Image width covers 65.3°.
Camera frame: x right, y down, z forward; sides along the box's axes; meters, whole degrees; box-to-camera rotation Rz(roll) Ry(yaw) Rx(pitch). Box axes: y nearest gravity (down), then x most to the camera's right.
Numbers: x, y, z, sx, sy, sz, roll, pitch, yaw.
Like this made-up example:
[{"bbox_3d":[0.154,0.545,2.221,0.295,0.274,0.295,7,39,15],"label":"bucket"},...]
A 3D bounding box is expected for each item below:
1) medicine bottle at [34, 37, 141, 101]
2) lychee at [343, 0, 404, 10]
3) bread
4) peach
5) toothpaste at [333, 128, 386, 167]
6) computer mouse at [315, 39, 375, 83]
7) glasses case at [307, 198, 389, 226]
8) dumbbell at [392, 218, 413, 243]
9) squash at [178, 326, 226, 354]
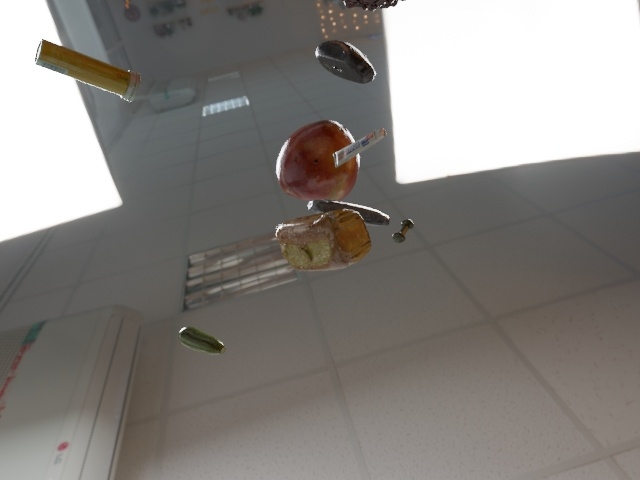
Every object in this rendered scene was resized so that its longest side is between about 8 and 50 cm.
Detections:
[{"bbox_3d":[-0.539,-0.397,1.168,0.218,0.073,0.074,14,-172,-38],"label":"medicine bottle"},{"bbox_3d":[0.141,-0.724,1.101,0.500,0.424,0.424,31,-142,3],"label":"lychee"},{"bbox_3d":[0.000,0.000,1.313,0.119,0.152,0.288,-28,-168,-35],"label":"bread"},{"bbox_3d":[-0.007,-0.348,2.226,0.389,0.387,0.388,-11,-152,6],"label":"peach"},{"bbox_3d":[0.114,-0.282,1.519,0.033,0.052,0.218,1,164,-40],"label":"toothpaste"},{"bbox_3d":[0.107,-0.747,2.062,0.323,0.183,0.116,37,-84,43],"label":"computer mouse"},{"bbox_3d":[0.095,-0.089,1.651,0.283,0.067,0.109,13,180,-21],"label":"glasses case"},{"bbox_3d":[0.323,-0.036,1.952,0.052,0.046,0.118,-22,-161,44],"label":"dumbbell"},{"bbox_3d":[-0.368,0.314,1.552,0.201,0.066,0.066,9,-145,37],"label":"squash"}]
